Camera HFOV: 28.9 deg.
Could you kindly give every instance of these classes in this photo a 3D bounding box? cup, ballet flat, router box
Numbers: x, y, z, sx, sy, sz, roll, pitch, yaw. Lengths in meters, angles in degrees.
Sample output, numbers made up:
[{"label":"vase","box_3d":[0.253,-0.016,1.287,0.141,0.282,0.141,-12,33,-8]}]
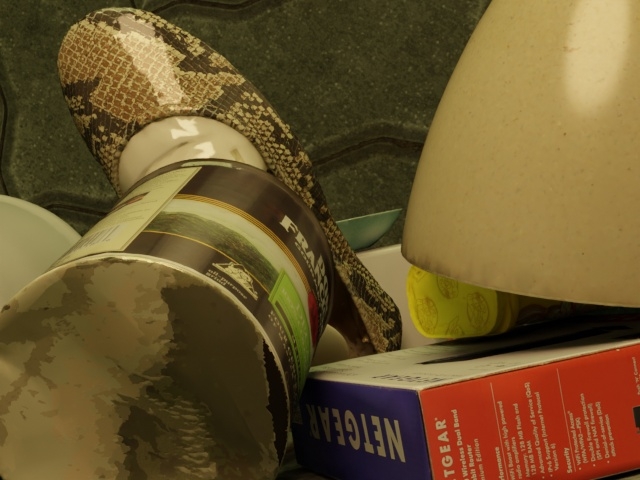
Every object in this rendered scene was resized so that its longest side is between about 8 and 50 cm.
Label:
[{"label":"cup","box_3d":[0.230,-0.098,0.957,0.331,0.237,0.331,1,10,0]},{"label":"ballet flat","box_3d":[-0.059,0.004,1.127,0.164,0.483,0.182,-30,32,12]},{"label":"router box","box_3d":[0.159,0.117,0.943,0.301,0.082,0.335,-9,-2,-17]}]

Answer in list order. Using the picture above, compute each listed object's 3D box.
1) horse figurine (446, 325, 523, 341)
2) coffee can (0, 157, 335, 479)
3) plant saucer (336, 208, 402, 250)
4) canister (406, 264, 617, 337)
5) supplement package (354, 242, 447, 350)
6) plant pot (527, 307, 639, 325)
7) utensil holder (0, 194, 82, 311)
[{"label":"horse figurine","box_3d":[0.167,0.103,1.257,0.066,0.174,0.263,-37,-26,18]},{"label":"coffee can","box_3d":[-0.103,0.068,0.894,0.201,0.201,0.275,-10,15,10]},{"label":"plant saucer","box_3d":[0.000,0.000,1.394,0.195,0.037,0.195,-11,0,0]},{"label":"canister","box_3d":[0.181,0.039,1.097,0.170,0.073,0.126,-7,-2,-31]},{"label":"supplement package","box_3d":[0.021,0.106,1.423,0.293,0.177,0.175,-10,0,24]},{"label":"plant pot","box_3d":[0.297,0.001,1.303,0.248,0.247,0.252,-38,14,30]},{"label":"utensil holder","box_3d":[-0.412,0.111,1.298,0.327,0.327,0.385,-10,1,3]}]
